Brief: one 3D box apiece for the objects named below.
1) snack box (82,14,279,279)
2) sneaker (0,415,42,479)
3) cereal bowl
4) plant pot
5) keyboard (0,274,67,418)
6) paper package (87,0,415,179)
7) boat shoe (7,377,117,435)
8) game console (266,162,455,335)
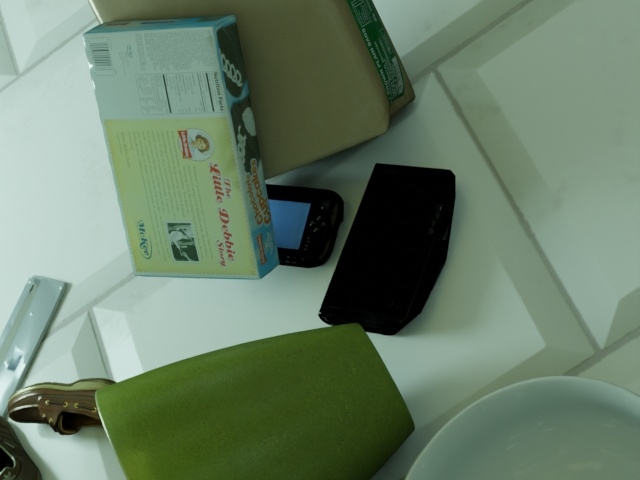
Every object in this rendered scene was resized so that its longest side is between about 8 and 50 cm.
[{"bbox_3d":[-0.168,-0.109,1.856,0.187,0.322,0.060,1,23,27],"label":"snack box"},{"bbox_3d":[-0.436,0.267,2.000,0.188,0.071,0.066,33,82,37],"label":"sneaker"},{"bbox_3d":[0.237,0.312,1.486,0.339,0.141,0.339,-16,55,24],"label":"cereal bowl"},{"bbox_3d":[-0.055,0.218,1.682,0.293,0.275,0.275,-28,49,-3],"label":"plant pot"},{"bbox_3d":[-0.429,0.166,2.106,0.072,0.014,0.256,12,71,32],"label":"keyboard"},{"bbox_3d":[-0.086,-0.250,1.906,0.309,0.324,0.168,-20,13,24],"label":"paper package"},{"bbox_3d":[-0.336,0.221,1.975,0.178,0.064,0.060,-9,56,26],"label":"boat shoe"},{"bbox_3d":[0.000,0.000,1.900,0.361,0.044,0.213,6,66,37],"label":"game console"}]
